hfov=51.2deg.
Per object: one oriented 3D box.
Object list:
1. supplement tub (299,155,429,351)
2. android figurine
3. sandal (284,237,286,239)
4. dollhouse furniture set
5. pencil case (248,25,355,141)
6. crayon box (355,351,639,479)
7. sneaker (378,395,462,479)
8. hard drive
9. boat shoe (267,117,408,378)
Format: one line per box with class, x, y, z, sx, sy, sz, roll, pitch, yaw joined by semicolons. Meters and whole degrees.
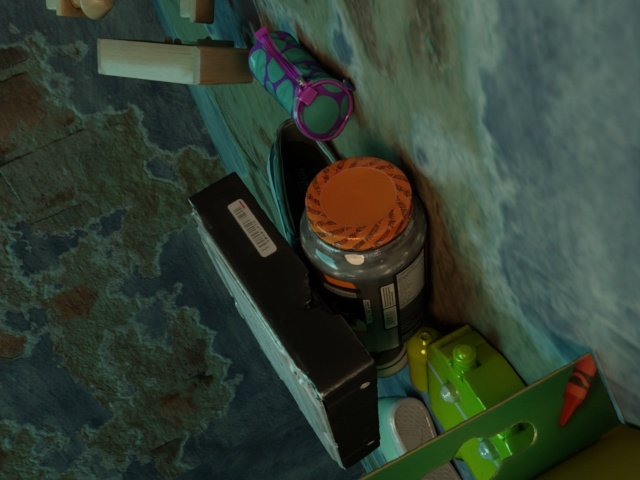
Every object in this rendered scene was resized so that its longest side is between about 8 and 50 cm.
supplement tub;0.045;0.016;0.637;0.117;0.117;0.190;58;169;36
android figurine;0.163;0.191;0.657;0.248;0.056;0.273;58;171;35
sandal;0.004;0.005;0.938;0.088;0.079;0.240;57;-154;12
dollhouse furniture set;-0.169;-0.384;0.840;0.174;0.303;0.355;13;108;25
pencil case;-0.023;-0.164;0.686;0.070;0.064;0.151;50;-178;-43
crayon box;0.157;0.252;0.378;0.318;0.202;0.081;63;171;-1
sneaker;0.152;0.366;1.069;0.151;0.094;0.256;153;101;-75
hard drive;-0.028;0.108;0.720;0.237;0.064;0.339;53;168;25
boat shoe;0.008;0.005;0.798;0.335;0.121;0.119;63;176;20
